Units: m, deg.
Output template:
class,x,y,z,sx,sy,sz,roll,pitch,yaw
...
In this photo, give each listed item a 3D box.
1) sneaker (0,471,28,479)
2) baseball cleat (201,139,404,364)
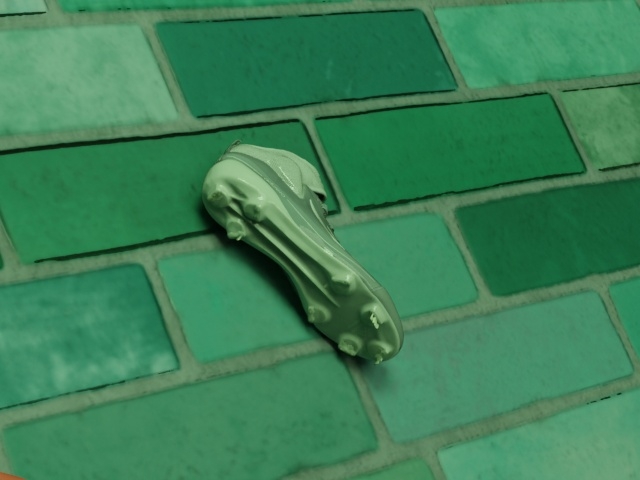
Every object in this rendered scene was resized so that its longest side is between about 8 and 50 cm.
class,x,y,z,sx,sy,sz,roll,pitch,yaw
sneaker,-0.236,0.269,0.995,0.148,0.131,0.350,37,40,-7
baseball cleat,0.000,0.000,1.388,0.206,0.072,0.109,47,37,-12
